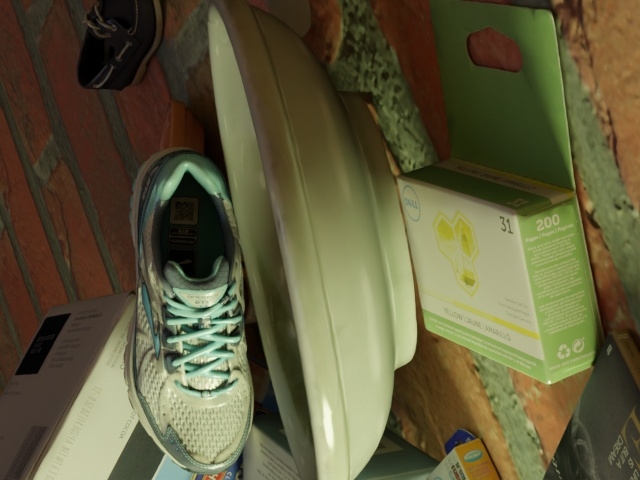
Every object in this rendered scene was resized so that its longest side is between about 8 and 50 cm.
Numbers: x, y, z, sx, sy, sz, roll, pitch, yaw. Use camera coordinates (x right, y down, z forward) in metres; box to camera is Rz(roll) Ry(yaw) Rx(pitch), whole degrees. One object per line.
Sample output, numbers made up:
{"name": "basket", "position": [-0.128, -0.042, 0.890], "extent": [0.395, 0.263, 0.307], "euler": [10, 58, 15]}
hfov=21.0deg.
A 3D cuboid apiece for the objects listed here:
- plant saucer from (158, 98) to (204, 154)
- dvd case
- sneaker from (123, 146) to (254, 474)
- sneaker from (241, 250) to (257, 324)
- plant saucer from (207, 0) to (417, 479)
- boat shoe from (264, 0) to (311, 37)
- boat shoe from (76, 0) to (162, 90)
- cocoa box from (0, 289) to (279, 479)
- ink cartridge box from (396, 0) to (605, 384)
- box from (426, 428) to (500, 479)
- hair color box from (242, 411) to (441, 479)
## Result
{"name": "plant saucer", "position": [-0.143, -0.038, 1.695], "extent": [0.200, 0.037, 0.200], "euler": [-173, 90, -82]}
{"name": "dvd case", "position": [0.203, 0.191, 1.078], "extent": [0.164, 0.018, 0.221], "euler": [105, 153, -45]}
{"name": "sneaker", "position": [-0.113, 0.059, 1.453], "extent": [0.122, 0.110, 0.283], "euler": [162, 101, -78]}
{"name": "sneaker", "position": [-0.086, 0.039, 1.669], "extent": [0.185, 0.084, 0.069], "euler": [-92, 16, -69]}
{"name": "plant saucer", "position": [0.000, 0.000, 1.313], "extent": [0.400, 0.101, 0.400], "euler": [169, 90, -84]}
{"name": "boat shoe", "position": [-0.034, -0.205, 1.407], "extent": [0.100, 0.035, 0.035], "euler": [62, -177, 16]}
{"name": "boat shoe", "position": [-0.210, -0.214, 1.771], "extent": [0.075, 0.065, 0.206], "euler": [65, 157, 18]}
{"name": "cocoa box", "position": [-0.185, 0.205, 1.705], "extent": [0.228, 0.231, 0.347], "euler": [31, 165, -16]}
{"name": "ink cartridge box", "position": [0.110, -0.038, 1.156], "extent": [0.171, 0.056, 0.235], "euler": [23, 129, 63]}
{"name": "box", "position": [0.124, 0.216, 1.347], "extent": [0.136, 0.028, 0.081], "euler": [63, 157, 18]}
{"name": "hair color box", "position": [0.019, 0.350, 1.508], "extent": [0.185, 0.114, 0.374], "euler": [-153, 59, -61]}
